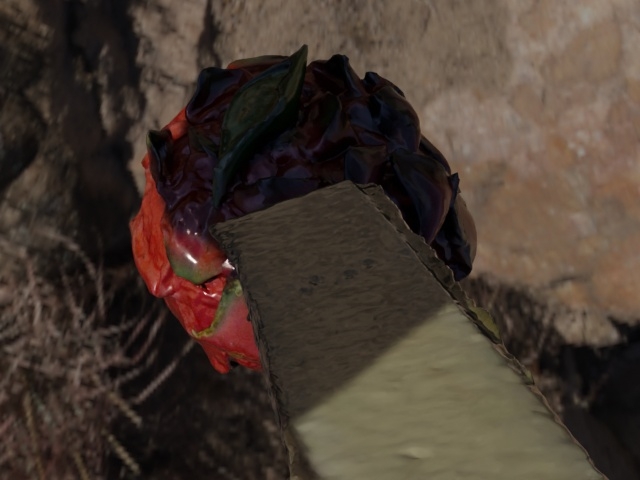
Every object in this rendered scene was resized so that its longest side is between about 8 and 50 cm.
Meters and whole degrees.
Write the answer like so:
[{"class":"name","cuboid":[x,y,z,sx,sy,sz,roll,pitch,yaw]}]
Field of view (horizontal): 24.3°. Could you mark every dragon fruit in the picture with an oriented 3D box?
[{"class":"dragon fruit","cuboid":[0.000,0.000,1.008,0.234,0.233,0.293,-24,144,16]}]

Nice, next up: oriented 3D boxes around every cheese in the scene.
[{"class":"cheese","cuboid":[0.017,0.039,0.507,0.085,0.400,0.034,-12,107,-6]}]
